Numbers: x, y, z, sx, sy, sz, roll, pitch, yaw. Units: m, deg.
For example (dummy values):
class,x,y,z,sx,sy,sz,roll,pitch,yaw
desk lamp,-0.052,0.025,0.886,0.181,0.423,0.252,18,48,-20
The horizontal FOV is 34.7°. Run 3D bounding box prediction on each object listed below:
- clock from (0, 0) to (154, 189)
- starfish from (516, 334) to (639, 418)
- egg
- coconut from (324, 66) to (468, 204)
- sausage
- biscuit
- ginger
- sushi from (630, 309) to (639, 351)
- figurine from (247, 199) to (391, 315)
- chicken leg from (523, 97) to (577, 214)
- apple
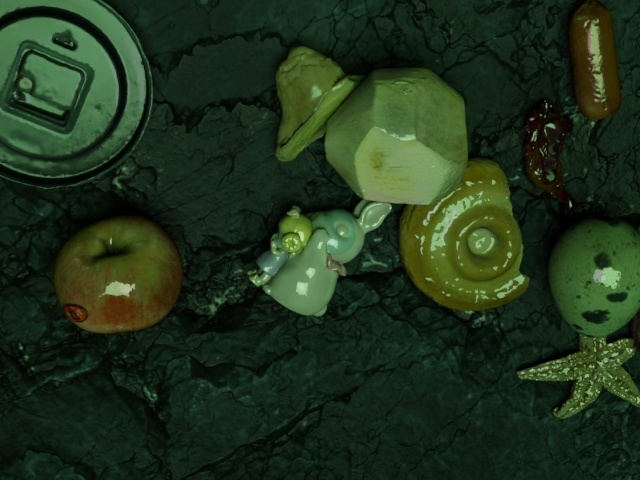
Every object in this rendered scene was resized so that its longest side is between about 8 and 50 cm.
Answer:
class,x,y,z,sx,sy,sz,roll,pitch,yaw
clock,-0.421,-0.240,1.586,0.325,0.067,0.325,-3,112,-7
starfish,0.488,0.230,1.909,0.231,0.048,0.295,-30,112,5
egg,0.480,0.067,1.772,0.177,0.177,0.228,-1,119,-7
coconut,0.118,-0.166,1.614,0.236,0.197,0.237,-1,135,-1
sausage,0.448,-0.295,1.676,0.076,0.076,0.198,-14,113,-2
biscuit,0.243,0.007,1.763,0.213,0.091,0.274,-23,115,0
ginger,-0.036,-0.218,1.642,0.122,0.115,0.193,40,111,2
sushi,0.695,0.143,1.830,0.270,0.171,0.237,12,108,-13
figurine,0.000,0.000,1.716,0.155,0.127,0.235,33,99,-8
chicken leg,0.392,-0.138,1.746,0.089,0.048,0.219,-10,113,0
apple,-0.327,0.059,1.650,0.209,0.209,0.164,-9,135,-4
